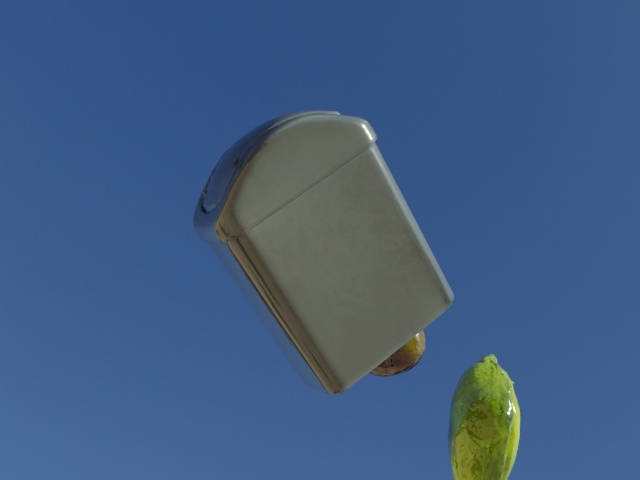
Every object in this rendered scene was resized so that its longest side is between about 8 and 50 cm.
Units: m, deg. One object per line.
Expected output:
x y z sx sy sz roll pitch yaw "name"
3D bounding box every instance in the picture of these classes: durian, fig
0.239 0.271 1.353 0.101 0.250 0.139 4 -28 6 "durian"
0.080 0.111 1.058 0.082 0.098 0.084 35 -61 -6 "fig"

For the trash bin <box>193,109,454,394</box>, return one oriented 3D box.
0.000 0.000 0.843 0.236 0.176 0.101 58 -22 -13 "trash bin"
